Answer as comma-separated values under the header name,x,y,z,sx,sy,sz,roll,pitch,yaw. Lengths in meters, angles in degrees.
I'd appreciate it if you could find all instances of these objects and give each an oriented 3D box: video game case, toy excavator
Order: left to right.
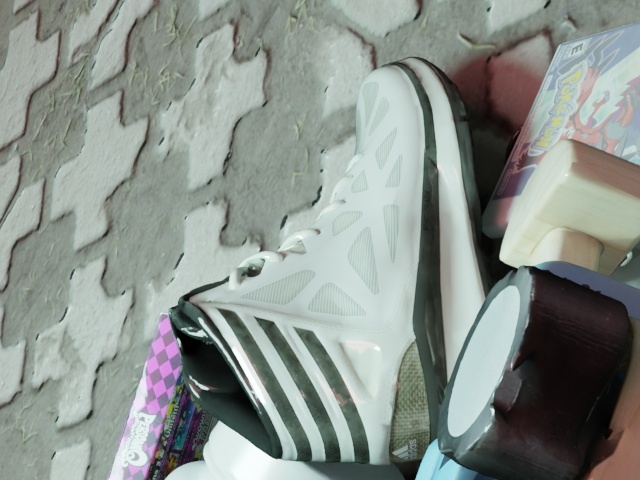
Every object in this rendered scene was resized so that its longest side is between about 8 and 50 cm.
name,x,y,z,sx,sy,sz,roll,pitch,yaw
video game case,-0.140,0.196,1.508,0.042,0.210,0.232,15,84,15
toy excavator,0.149,0.115,0.930,0.445,0.222,0.432,144,146,-77
video game case,0.229,-0.097,1.271,0.183,0.023,0.201,-10,47,53

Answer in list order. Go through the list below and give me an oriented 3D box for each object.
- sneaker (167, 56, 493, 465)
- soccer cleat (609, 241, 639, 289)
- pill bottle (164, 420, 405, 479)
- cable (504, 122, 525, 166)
name,x,y,z,sx,sy,sz,roll,pitch,yaw
sneaker,0.000,0.000,1.315,0.447,0.258,0.169,-95,5,-47
soccer cleat,0.294,-0.012,1.188,0.196,0.076,0.068,-49,-3,1
pill bottle,-0.086,0.322,1.359,0.361,0.204,0.204,-59,38,11
cable,0.195,0.007,1.282,0.139,0.072,0.287,-27,52,43
